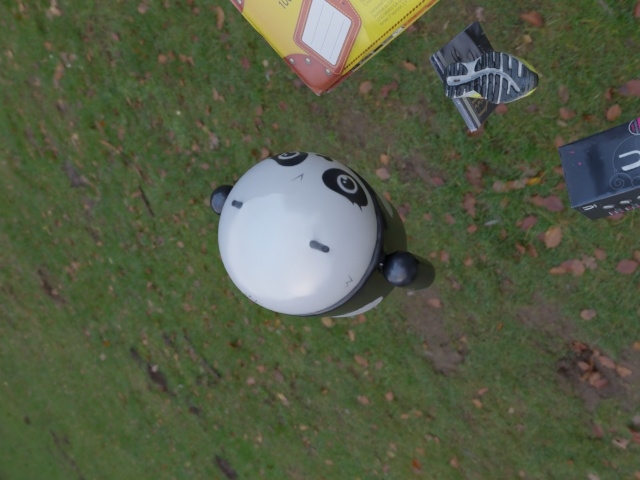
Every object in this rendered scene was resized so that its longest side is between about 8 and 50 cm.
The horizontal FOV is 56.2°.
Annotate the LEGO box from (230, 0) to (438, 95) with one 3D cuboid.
[{"bbox_3d":[0.151,-0.390,0.514,0.193,0.372,0.500,46,154,-12],"label":"LEGO box"}]

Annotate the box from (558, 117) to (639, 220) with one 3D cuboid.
[{"bbox_3d":[0.716,-0.171,1.378,0.270,0.143,0.165,-21,65,38],"label":"box"}]

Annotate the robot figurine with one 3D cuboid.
[{"bbox_3d":[0.002,-0.002,0.674,0.209,0.278,0.173,-20,77,16],"label":"robot figurine"}]

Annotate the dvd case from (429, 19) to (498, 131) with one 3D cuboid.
[{"bbox_3d":[0.309,-0.334,1.199,0.018,0.221,0.164,-19,109,47],"label":"dvd case"}]

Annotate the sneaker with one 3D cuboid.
[{"bbox_3d":[0.305,-0.280,1.027,0.208,0.094,0.081,-147,55,-60],"label":"sneaker"}]
